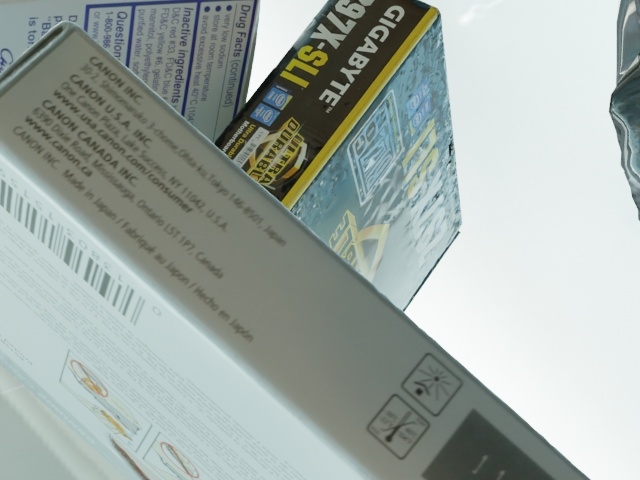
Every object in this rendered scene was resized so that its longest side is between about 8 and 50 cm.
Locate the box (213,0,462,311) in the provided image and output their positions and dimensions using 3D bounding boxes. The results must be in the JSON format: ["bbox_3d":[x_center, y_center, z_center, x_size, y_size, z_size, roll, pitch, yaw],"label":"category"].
[{"bbox_3d":[0.000,0.000,1.008,0.079,0.322,0.257,28,-110,21],"label":"box"}]

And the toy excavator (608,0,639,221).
[{"bbox_3d":[0.277,-0.166,0.482,0.445,0.222,0.433,16,-109,-55],"label":"toy excavator"}]

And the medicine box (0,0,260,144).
[{"bbox_3d":[-0.231,-0.156,0.947,0.289,0.149,0.263,-8,-142,-31],"label":"medicine box"}]

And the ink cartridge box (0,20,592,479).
[{"bbox_3d":[-0.030,0.071,0.563,0.275,0.239,0.060,42,-113,3],"label":"ink cartridge box"}]
